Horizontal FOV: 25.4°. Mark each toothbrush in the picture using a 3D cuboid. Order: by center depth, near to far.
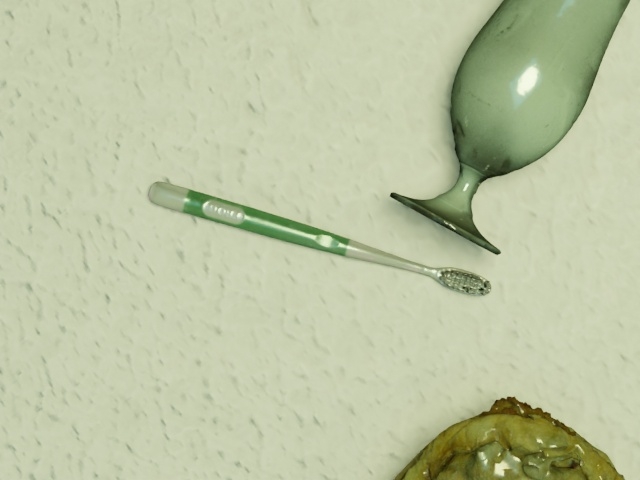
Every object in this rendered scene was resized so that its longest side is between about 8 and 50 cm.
[{"bbox_3d":[0.000,0.000,1.023,0.257,0.024,0.018,17,92,1],"label":"toothbrush"}]

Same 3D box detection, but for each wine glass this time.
[{"bbox_3d":[0.133,-0.098,0.983,0.093,0.093,0.202,28,91,-1],"label":"wine glass"}]

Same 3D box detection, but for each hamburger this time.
[{"bbox_3d":[0.131,0.212,0.991,0.183,0.130,0.206,38,110,1],"label":"hamburger"}]
